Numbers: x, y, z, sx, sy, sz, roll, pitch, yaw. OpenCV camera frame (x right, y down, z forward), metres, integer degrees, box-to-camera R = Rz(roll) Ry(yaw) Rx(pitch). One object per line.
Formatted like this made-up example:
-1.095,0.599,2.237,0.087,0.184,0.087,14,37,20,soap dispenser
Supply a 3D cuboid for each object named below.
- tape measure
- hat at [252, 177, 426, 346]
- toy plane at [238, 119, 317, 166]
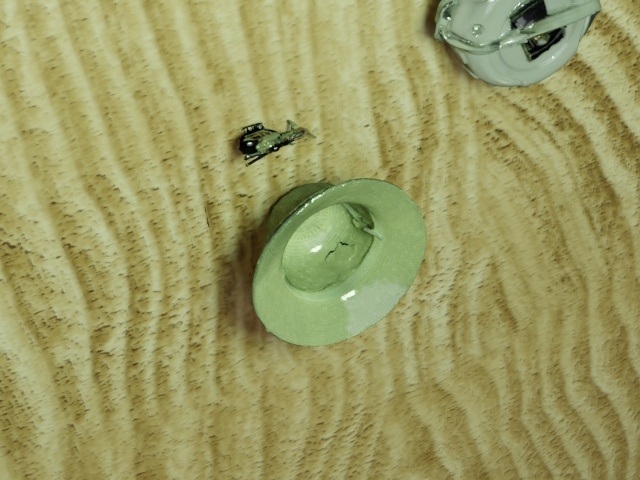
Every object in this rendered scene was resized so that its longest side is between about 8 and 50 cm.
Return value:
0.258,-0.292,1.577,0.236,0.120,0.197,-35,137,1,tape measure
0.000,0.000,1.621,0.257,0.130,0.257,-18,131,-21,hat
-0.061,-0.125,1.546,0.120,0.049,0.031,-24,136,-39,toy plane
